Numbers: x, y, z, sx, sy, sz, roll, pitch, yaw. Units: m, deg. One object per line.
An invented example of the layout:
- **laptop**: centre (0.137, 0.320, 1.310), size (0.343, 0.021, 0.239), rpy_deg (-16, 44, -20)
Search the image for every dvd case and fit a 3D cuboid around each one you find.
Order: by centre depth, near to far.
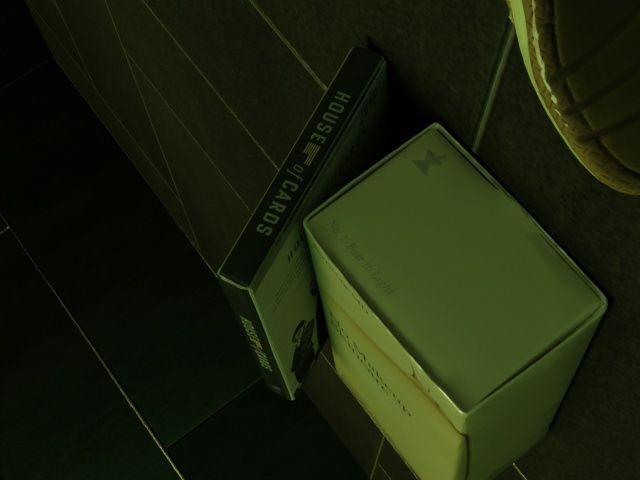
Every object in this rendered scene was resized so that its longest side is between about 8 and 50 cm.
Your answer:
- **dvd case**: centre (0.000, 0.000, 0.744), size (0.029, 0.179, 0.239), rpy_deg (24, 160, 15)

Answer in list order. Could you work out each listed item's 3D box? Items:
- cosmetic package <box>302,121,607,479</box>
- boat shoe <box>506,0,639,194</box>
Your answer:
- **cosmetic package**: centre (0.088, 0.073, 0.745), size (0.160, 0.113, 0.309), rpy_deg (50, 169, 23)
- **boat shoe**: centre (0.084, -0.108, 0.361), size (0.072, 0.068, 0.190), rpy_deg (-119, 7, -72)
